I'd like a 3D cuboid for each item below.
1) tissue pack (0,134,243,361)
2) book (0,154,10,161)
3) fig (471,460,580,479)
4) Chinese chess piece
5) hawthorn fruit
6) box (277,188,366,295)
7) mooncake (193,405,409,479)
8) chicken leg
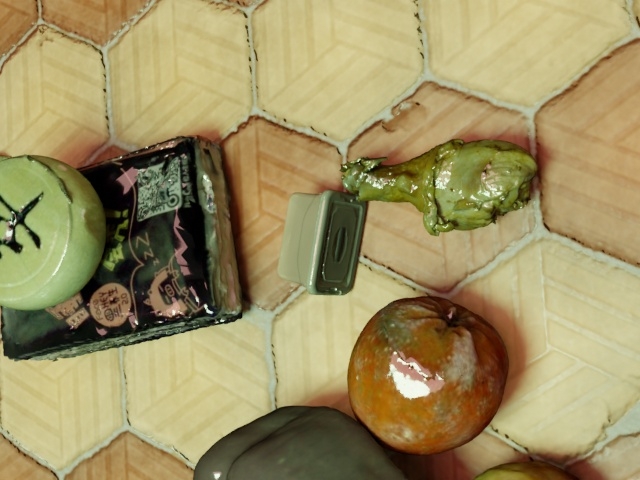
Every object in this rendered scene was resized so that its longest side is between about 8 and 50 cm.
[{"bbox_3d":[-0.266,0.014,1.133,0.332,0.123,0.245,-14,77,20],"label":"tissue pack"},{"bbox_3d":[-0.597,-0.042,1.334,0.283,0.025,0.215,11,94,25],"label":"book"},{"bbox_3d":[0.168,0.320,0.928,0.257,0.159,0.159,-20,80,44],"label":"fig"},{"bbox_3d":[-0.351,-0.010,1.060,0.188,0.083,0.188,-3,82,20],"label":"Chinese chess piece"},{"bbox_3d":[0.111,0.147,0.930,0.173,0.173,0.173,-1,88,24],"label":"hawthorn fruit"},{"bbox_3d":[0.000,0.000,1.029,0.062,0.089,0.122,12,93,34],"label":"box"},{"bbox_3d":[-0.009,0.332,0.929,0.306,0.154,0.306,30,131,42],"label":"mooncake"},{"bbox_3d":[0.126,-0.058,0.972,0.228,0.088,0.103,-4,100,21],"label":"chicken leg"}]
